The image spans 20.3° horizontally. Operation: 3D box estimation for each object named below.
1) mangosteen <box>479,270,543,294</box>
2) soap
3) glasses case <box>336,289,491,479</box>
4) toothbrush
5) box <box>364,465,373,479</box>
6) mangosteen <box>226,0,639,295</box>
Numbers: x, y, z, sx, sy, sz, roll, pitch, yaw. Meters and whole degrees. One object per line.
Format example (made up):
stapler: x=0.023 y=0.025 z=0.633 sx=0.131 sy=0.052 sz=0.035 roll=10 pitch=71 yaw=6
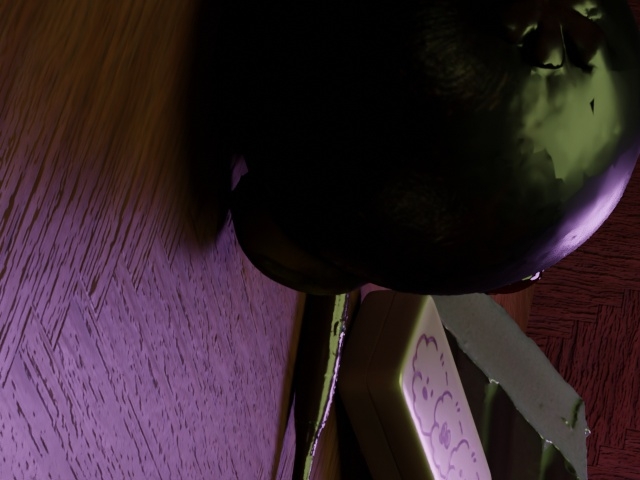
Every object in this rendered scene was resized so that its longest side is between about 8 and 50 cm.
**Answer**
mangosteen: x=0.207 y=-0.025 z=2.162 sx=0.166 sy=0.166 sz=0.180 roll=37 pitch=71 yaw=-77
soap: x=0.227 y=0.159 z=2.230 sx=0.159 sy=0.258 sz=0.302 roll=-62 pitch=156 yaw=-56
glasses case: x=0.109 y=0.214 z=1.961 sx=0.144 sy=0.076 sz=0.336 roll=-69 pitch=149 yaw=-41
toothbrush: x=-0.001 y=0.110 z=1.648 sx=0.041 sy=0.041 sz=0.364 roll=42 pitch=57 yaw=-76
box: x=0.090 y=0.300 z=2.115 sx=0.069 sy=0.084 sz=0.122 roll=66 pitch=32 yaw=-51
mangosteen: x=0.072 y=-0.094 z=1.296 sx=0.347 sy=0.307 sz=0.307 roll=-43 pitch=-152 yaw=56
